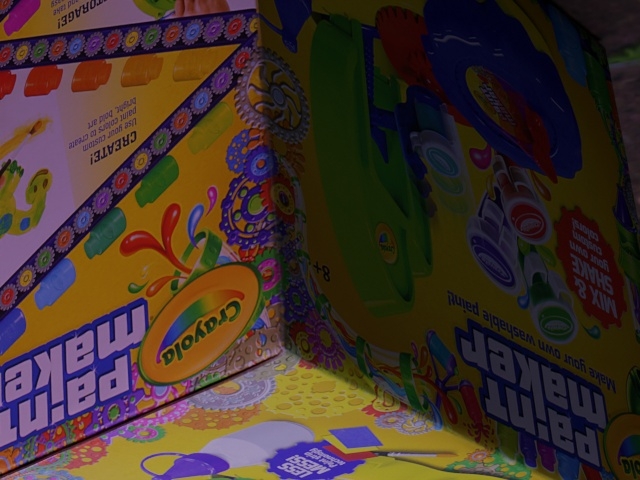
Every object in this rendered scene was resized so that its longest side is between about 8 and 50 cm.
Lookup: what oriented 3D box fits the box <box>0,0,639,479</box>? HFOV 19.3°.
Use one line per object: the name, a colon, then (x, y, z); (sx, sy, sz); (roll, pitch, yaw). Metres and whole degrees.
box: (0.000, 0.000, 0.832); (0.177, 0.279, 0.290); (-25, 146, 31)
